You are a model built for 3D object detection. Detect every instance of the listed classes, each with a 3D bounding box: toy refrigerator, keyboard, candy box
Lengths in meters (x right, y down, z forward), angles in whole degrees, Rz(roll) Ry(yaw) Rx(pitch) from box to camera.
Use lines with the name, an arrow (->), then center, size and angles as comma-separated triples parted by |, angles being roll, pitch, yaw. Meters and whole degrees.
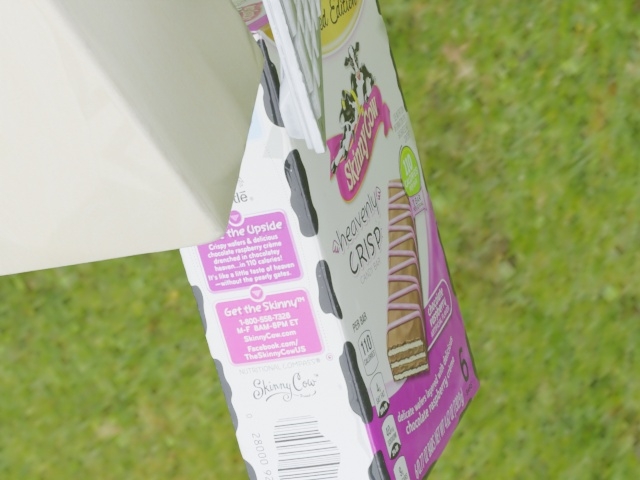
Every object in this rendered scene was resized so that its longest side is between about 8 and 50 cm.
toy refrigerator -> -0.122, -0.109, 0.540 | 0.102, 0.094, 0.269 | -9, 140, 24
keyboard -> -0.011, -0.145, 0.549 | 0.014, 0.256, 0.072 | -5, 142, 3
candy box -> 0.000, 0.000, 0.847 | 0.071, 0.159, 0.233 | -10, 106, 22
